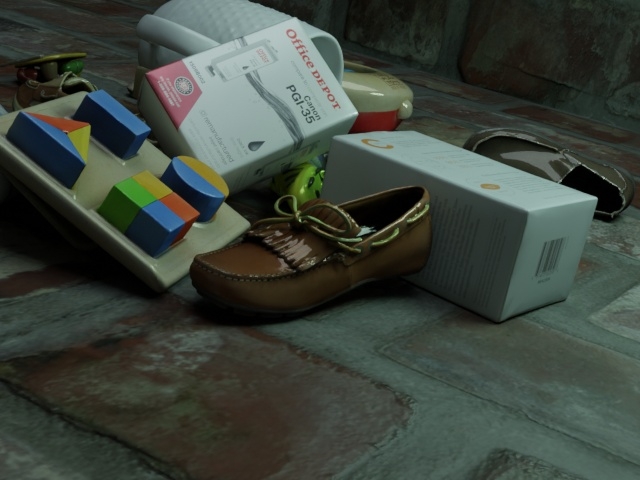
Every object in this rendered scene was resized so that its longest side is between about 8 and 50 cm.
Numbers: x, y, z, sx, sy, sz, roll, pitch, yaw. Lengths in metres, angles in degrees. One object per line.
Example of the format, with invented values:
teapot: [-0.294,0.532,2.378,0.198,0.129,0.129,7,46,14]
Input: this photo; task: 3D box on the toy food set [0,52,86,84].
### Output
toy food set: [-0.580,-0.355,2.236,0.128,0.071,0.218,-8,9,19]

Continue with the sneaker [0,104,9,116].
sneaker: [-0.596,-0.221,1.809,0.191,0.071,0.083,30,17,24]

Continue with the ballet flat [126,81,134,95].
ballet flat: [-0.286,-0.368,2.382,0.316,0.106,0.107,0,21,-32]

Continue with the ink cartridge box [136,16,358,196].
ink cartridge box: [-0.115,-0.207,1.659,0.283,0.117,0.207,-27,78,-24]

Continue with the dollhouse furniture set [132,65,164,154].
dollhouse furniture set: [-0.265,-0.195,1.769,0.182,0.161,0.101,23,20,33]

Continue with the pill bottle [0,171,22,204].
pill bottle: [-0.454,-0.092,1.445,0.087,0.087,0.160,15,18,8]

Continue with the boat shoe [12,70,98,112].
boat shoe: [-0.420,-0.219,1.772,0.122,0.120,0.324,22,10,-41]

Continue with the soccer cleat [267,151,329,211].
soccer cleat: [-0.035,-0.090,1.762,0.121,0.093,0.289,-17,19,11]

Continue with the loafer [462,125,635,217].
loafer: [0.464,-0.139,2.116,0.366,0.134,0.130,13,17,5]

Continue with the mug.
mug: [-0.186,-0.324,1.922,0.328,0.276,0.374,28,5,24]

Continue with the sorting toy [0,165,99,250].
sorting toy: [-0.343,-0.105,1.490,0.229,0.041,0.307,43,20,-1]

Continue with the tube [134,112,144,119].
tube: [-0.274,-0.240,2.088,0.240,0.062,0.070,-11,-13,-42]

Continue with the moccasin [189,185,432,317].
moccasin: [0.002,0.001,1.333,0.380,0.147,0.139,-11,30,-34]

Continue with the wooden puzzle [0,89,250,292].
wooden puzzle: [-0.261,-0.094,1.405,0.322,0.080,0.348,38,19,4]

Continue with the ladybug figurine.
ladybug figurine: [-0.004,-0.307,2.265,0.449,0.162,0.305,20,19,33]

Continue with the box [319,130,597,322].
box: [0.194,-0.034,1.561,0.345,0.168,0.215,26,22,35]
